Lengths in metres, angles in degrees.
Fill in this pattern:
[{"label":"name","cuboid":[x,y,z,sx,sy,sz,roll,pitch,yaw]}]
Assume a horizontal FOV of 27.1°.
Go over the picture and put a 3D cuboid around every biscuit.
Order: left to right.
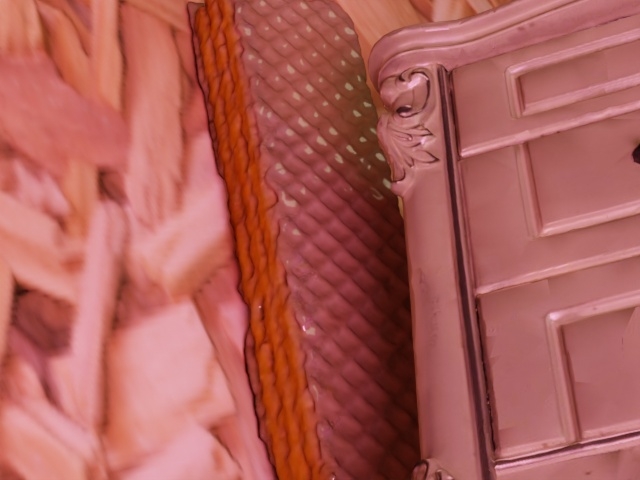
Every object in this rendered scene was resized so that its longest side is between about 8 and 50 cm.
[{"label":"biscuit","cuboid":[0.000,0.000,0.710,0.094,0.054,0.378,12,48,-30]}]

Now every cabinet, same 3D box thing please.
[{"label":"cabinet","cuboid":[0.192,0.050,0.579,0.227,0.290,0.318,60,21,-44]}]
